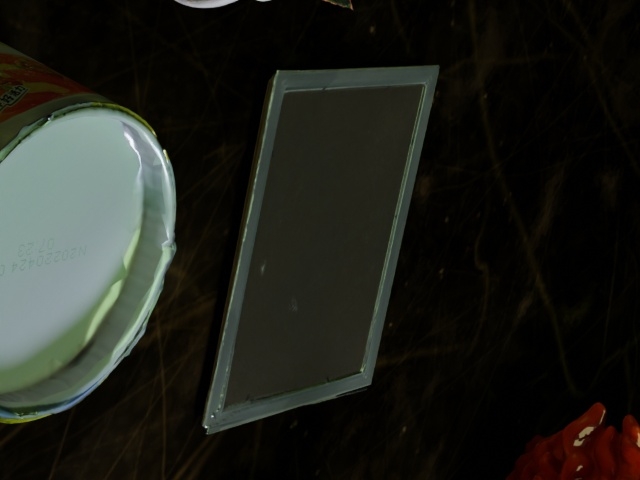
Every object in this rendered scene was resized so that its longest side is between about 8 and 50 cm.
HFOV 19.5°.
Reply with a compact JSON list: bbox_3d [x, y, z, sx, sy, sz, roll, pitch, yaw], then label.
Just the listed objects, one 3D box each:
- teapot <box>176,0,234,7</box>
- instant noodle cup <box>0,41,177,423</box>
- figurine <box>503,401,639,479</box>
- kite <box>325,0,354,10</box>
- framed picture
[{"bbox_3d":[-0.078,-0.258,0.900,0.208,0.166,0.299,-48,134,-48],"label":"teapot"},{"bbox_3d":[-0.177,-0.008,0.895,0.205,0.153,0.205,-32,133,-42],"label":"instant noodle cup"},{"bbox_3d":[0.284,0.299,1.664,0.412,0.241,0.306,5,105,-52],"label":"figurine"},{"bbox_3d":[-0.017,-0.218,1.139,0.183,0.014,0.241,-52,145,-29],"label":"kite"},{"bbox_3d":[0.000,0.000,1.288,0.197,0.014,0.252,-10,116,-54],"label":"framed picture"}]
